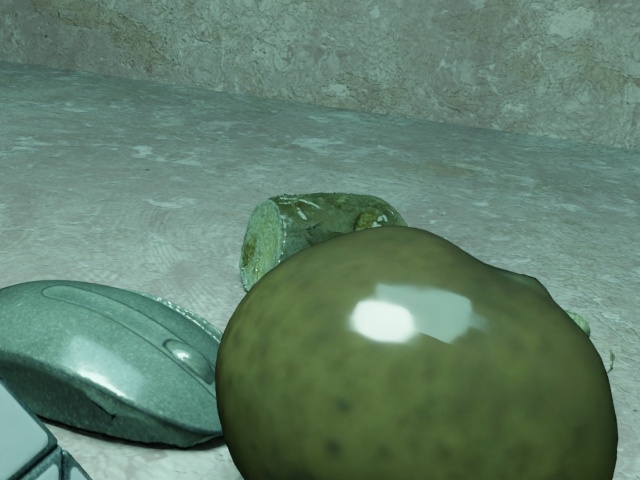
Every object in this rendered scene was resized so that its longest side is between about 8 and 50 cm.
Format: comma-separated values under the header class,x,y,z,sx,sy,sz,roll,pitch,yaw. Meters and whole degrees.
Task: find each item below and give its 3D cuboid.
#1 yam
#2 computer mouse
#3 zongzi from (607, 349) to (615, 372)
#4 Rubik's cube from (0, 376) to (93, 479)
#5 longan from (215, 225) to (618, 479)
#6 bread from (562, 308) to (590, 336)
class,x,y,z,sx,sy,sz,roll,pitch,yaw
yam,0.000,0.000,1.515,0.254,0.154,0.154,-8,22,-33
computer mouse,-0.249,0.116,1.110,0.374,0.114,0.203,11,17,14
zongzi,0.227,0.167,1.139,0.187,0.084,0.184,8,17,14
Rubik's cube,-0.226,0.243,0.663,0.228,0.233,0.229,-45,-2,-21
longan,0.078,0.142,0.884,0.350,0.288,0.288,21,21,17
bread,0.209,0.092,1.296,0.267,0.040,0.267,9,-5,1
